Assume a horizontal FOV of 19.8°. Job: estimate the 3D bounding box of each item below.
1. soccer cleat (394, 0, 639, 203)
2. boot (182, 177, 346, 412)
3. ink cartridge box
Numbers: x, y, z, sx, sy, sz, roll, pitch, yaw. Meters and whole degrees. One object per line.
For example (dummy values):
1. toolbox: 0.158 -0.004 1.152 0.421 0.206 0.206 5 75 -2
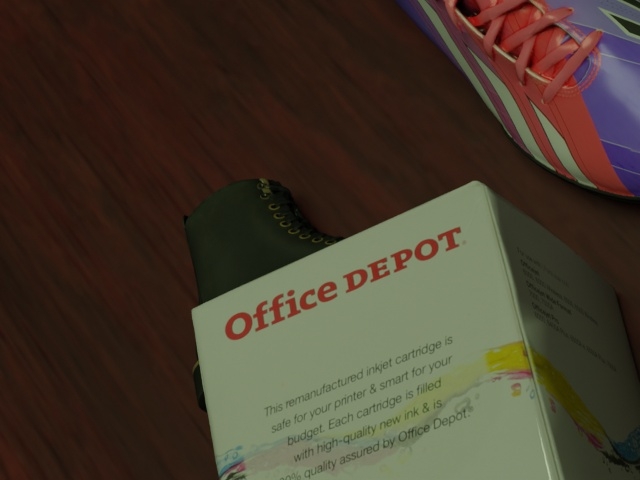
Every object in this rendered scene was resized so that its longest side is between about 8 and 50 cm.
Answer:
1. soccer cleat: 0.099 -0.135 1.009 0.108 0.116 0.318 -46 53 9
2. boot: 0.000 0.000 1.049 0.198 0.077 0.137 -26 54 20
3. ink cartridge box: 0.066 0.125 0.892 0.171 0.168 0.232 -23 60 23
